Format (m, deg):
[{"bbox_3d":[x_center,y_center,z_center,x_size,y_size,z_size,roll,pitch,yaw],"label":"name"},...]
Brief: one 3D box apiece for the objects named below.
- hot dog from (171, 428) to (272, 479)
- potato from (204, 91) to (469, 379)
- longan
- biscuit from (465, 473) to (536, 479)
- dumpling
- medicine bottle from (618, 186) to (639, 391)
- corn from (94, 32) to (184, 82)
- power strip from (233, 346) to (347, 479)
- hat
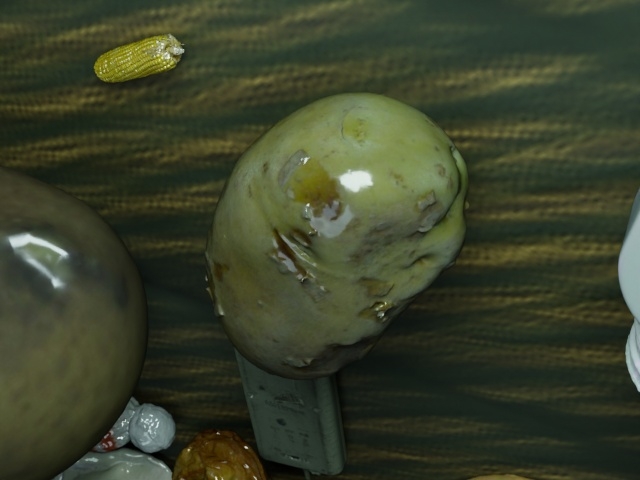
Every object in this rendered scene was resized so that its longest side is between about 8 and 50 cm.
[{"bbox_3d":[-0.080,0.298,1.171,0.160,0.099,0.227,24,151,49],"label":"hot dog"},{"bbox_3d":[0.000,0.000,0.787,0.165,0.165,0.262,34,135,-9],"label":"potato"},{"bbox_3d":[-0.307,0.075,0.908,0.319,0.319,0.319,14,138,13],"label":"longan"},{"bbox_3d":[0.241,0.301,1.064,0.289,0.044,0.202,0,133,30],"label":"biscuit"},{"bbox_3d":[-0.242,0.306,1.266,0.229,0.124,0.151,14,100,26],"label":"dumpling"},{"bbox_3d":[0.283,-0.014,0.648,0.179,0.124,0.324,20,140,8],"label":"medicine bottle"},{"bbox_3d":[-0.132,-0.134,0.808,0.083,0.028,0.027,-6,136,37],"label":"corn"},{"bbox_3d":[-0.027,0.151,1.045,0.092,0.034,0.268,10,137,18],"label":"power strip"},{"bbox_3d":[-0.233,0.188,1.170,0.162,0.093,0.112,1,147,1],"label":"hat"}]
